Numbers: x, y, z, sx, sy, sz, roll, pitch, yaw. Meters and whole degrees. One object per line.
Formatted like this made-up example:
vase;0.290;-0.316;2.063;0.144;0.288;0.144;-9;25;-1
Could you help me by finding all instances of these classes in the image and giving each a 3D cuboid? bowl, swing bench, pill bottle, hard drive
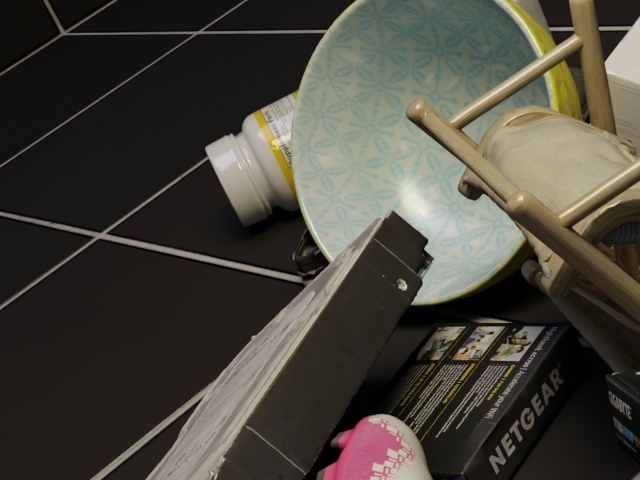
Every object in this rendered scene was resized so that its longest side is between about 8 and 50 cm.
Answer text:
bowl;0.129;-0.087;1.419;0.289;0.289;0.156;-7;-5;39
swing bench;0.218;-0.008;1.111;0.165;0.254;0.253;-34;22;1
pill bottle;-0.012;-0.104;1.713;0.209;0.119;0.119;-27;23;0
hard drive;-0.051;0.140;1.184;0.237;0.064;0.339;-45;6;43

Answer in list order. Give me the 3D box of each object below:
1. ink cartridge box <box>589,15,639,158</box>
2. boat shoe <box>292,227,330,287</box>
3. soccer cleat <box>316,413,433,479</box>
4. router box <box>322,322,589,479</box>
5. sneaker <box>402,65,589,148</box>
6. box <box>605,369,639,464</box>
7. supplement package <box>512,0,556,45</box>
ink cartridge box;0.276;-0.093;1.373;0.060;0.180;0.104;22;46;20
boat shoe;0.000;0.000;1.583;0.046;0.038;0.125;-15;26;25
soccer cleat;0.064;0.229;0.971;0.143;0.116;0.331;-5;31;12
router box;0.103;0.131;1.189;0.133;0.046;0.179;-3;33;43
sneaker;0.139;-0.109;1.553;0.286;0.130;0.109;-29;21;-9
box;0.294;0.098;0.916;0.220;0.051;0.175;-9;5;-1
supplement package;0.174;-0.189;1.712;0.105;0.105;0.179;-9;28;35
